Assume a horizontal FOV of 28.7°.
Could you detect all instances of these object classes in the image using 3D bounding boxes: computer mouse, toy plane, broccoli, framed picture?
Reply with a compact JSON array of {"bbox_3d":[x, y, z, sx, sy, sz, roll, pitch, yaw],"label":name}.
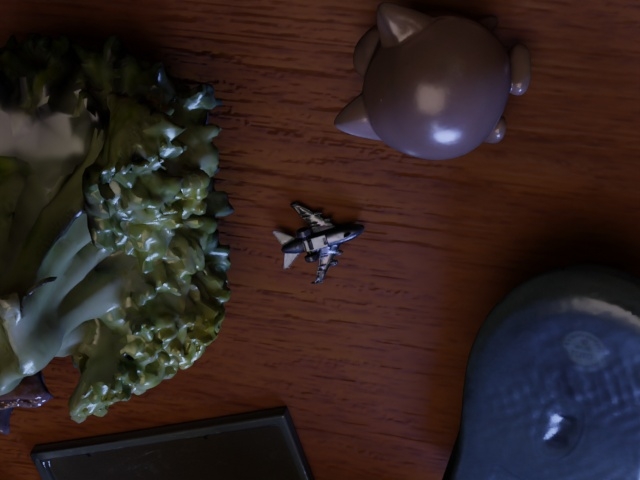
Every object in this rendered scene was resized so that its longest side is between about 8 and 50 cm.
[{"bbox_3d":[0.219,0.159,1.123,0.188,0.122,0.371,20,125,12],"label":"computer mouse"},{"bbox_3d":[0.000,0.000,1.133,0.083,0.031,0.078,-13,102,20],"label":"toy plane"},{"bbox_3d":[-0.233,0.009,1.039,0.293,0.281,0.348,4,118,8],"label":"broccoli"},{"bbox_3d":[-0.138,0.284,1.322,0.289,0.016,0.213,-12,116,17],"label":"framed picture"}]

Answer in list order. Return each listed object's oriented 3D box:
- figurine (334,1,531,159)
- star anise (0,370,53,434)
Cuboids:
[{"bbox_3d":[0.091,-0.126,1.002,0.138,0.125,0.125,11,121,-13],"label":"figurine"},{"bbox_3d":[-0.348,0.105,1.188,0.236,0.093,0.229,19,128,38],"label":"star anise"}]
